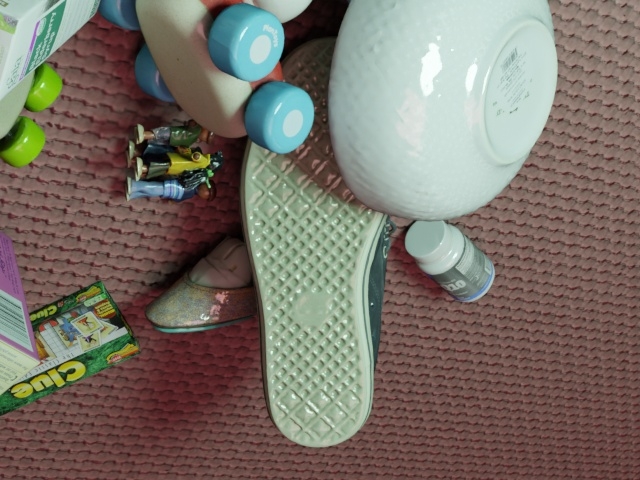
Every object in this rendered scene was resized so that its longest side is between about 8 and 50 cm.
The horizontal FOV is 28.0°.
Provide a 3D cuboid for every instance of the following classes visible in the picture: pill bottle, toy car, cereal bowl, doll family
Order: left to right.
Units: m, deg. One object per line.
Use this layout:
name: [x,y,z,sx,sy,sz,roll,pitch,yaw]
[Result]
toy car: [-0.399,-0.152,1.346,0.188,0.149,0.155,-14,140,30]
doll family: [-0.168,-0.088,1.510,0.111,0.076,0.193,-5,173,-17]
toy car: [-0.069,-0.250,1.368,0.238,0.219,0.210,-47,141,-20]
pill bottle: [0.180,0.025,1.796,0.078,0.078,0.137,-39,135,13]
cereal bowl: [0.164,-0.175,1.432,0.339,0.141,0.339,-26,125,-45]

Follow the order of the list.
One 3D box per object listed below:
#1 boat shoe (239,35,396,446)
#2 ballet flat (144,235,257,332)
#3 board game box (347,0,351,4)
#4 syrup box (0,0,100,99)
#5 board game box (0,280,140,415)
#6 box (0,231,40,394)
boat shoe: [0.000,0.000,1.575,0.186,0.156,0.501,1,104,4]
ballet flat: [-0.082,0.043,1.690,0.315,0.107,0.106,-9,115,-26]
board game box: [0.097,-0.275,1.452,0.136,0.035,0.201,-56,141,-20]
syrup box: [-0.285,-0.229,1.211,0.096,0.237,0.093,25,123,-1]
board game box: [-0.379,0.155,1.690,0.259,0.030,0.136,-25,139,-2]
box: [-0.462,0.114,1.473,0.243,0.214,0.117,-38,135,12]
